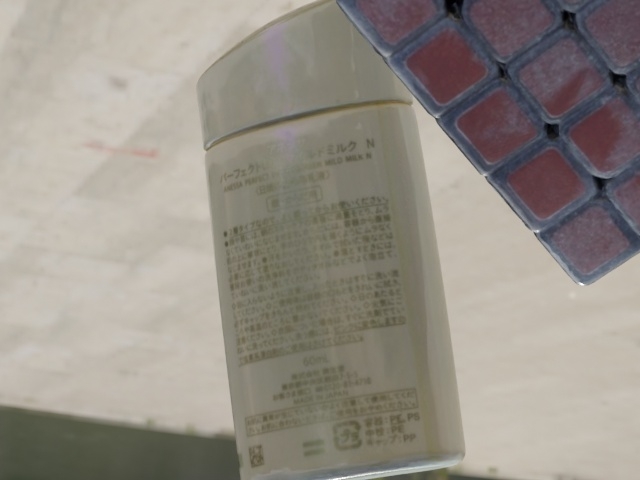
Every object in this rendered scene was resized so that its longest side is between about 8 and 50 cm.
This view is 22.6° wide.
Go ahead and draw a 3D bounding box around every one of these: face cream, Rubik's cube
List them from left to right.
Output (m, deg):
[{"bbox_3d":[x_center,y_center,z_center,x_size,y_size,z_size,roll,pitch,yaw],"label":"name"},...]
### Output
[{"bbox_3d":[0.000,0.000,1.161,0.173,0.349,0.081,-13,168,23],"label":"face cream"},{"bbox_3d":[0.168,-0.161,0.929,0.237,0.237,0.238,-34,108,18],"label":"Rubik's cube"}]
